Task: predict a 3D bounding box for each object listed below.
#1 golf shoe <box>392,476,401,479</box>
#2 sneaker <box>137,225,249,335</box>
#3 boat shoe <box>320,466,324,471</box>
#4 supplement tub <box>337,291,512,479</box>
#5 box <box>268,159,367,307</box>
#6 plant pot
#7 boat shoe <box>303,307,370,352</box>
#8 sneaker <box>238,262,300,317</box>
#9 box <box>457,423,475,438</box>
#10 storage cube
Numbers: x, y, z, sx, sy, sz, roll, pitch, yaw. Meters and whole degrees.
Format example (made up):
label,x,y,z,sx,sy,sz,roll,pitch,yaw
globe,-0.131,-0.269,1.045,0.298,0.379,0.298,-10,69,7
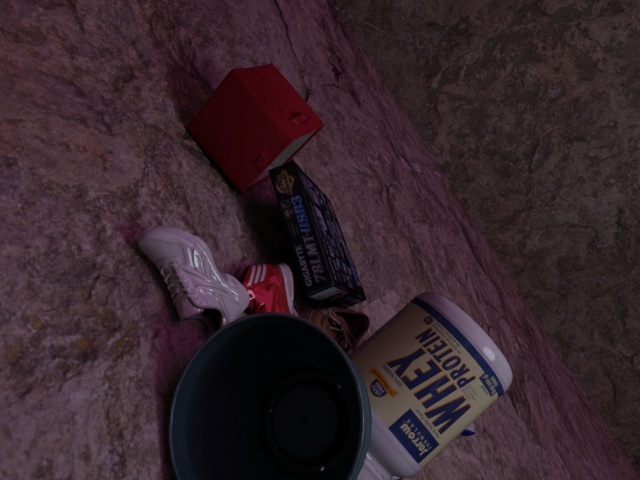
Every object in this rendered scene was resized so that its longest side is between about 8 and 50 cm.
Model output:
label,x,y,z,sx,sy,sz,roll,pitch,yaw
golf shoe,0.150,0.461,1.066,0.077,0.094,0.198,50,4,15
sneaker,-0.220,0.073,0.843,0.232,0.090,0.115,45,37,-21
boat shoe,0.048,0.498,0.857,0.267,0.088,0.096,58,30,-2
supplement tub,0.160,0.278,0.929,0.235,0.325,0.235,49,-7,8
box,0.000,0.000,1.152,0.293,0.074,0.295,38,32,-70
plant pot,-0.050,0.272,0.759,0.196,0.293,0.292,44,28,-62
boat shoe,0.036,0.182,1.035,0.285,0.090,0.104,-1,75,-76
sneaker,-0.111,0.149,0.968,0.128,0.087,0.221,4,59,-34
box,0.275,0.433,1.195,0.126,0.137,0.072,31,41,-38
storage cube,-0.144,-0.255,1.121,0.193,0.215,0.183,50,32,-3
